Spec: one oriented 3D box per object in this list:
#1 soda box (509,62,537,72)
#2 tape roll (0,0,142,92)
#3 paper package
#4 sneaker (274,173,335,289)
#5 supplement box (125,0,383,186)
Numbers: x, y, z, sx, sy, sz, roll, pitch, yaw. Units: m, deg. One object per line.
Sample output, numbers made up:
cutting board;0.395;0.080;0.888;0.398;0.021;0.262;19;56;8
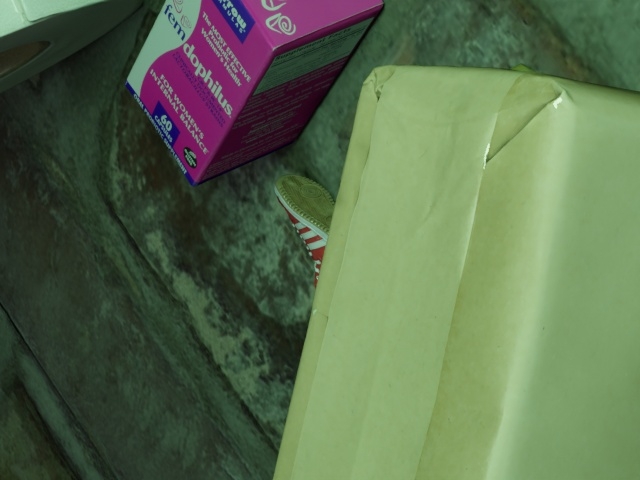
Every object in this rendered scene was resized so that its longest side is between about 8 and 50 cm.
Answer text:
soda box;0.139;-0.029;1.386;0.061;0.058;0.181;35;140;39
tape roll;-0.341;-0.157;1.693;0.392;0.392;0.072;-24;92;60
paper package;0.158;0.071;1.087;0.168;0.325;0.309;20;99;50
sneaker;0.000;0.000;1.635;0.118;0.042;0.067;43;141;26
supplement box;-0.056;-0.154;1.535;0.111;0.114;0.220;56;147;13
